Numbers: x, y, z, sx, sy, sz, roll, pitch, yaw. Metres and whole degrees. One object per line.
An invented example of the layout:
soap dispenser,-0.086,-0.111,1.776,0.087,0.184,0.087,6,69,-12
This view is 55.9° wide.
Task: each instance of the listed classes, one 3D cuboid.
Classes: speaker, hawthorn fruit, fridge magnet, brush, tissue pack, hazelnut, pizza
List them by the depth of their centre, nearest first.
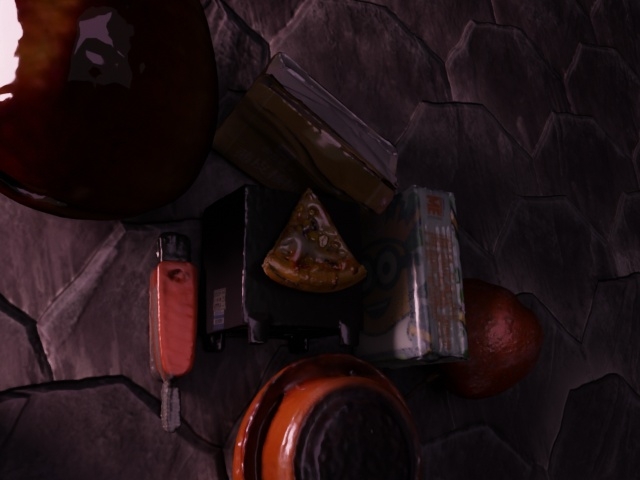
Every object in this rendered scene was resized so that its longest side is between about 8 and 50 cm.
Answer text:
hazelnut,-0.318,-0.252,0.845,0.402,0.402,0.429,-3,66,-33
pizza,0.000,0.000,0.953,0.185,0.036,0.176,18,67,-28
brush,-0.234,0.141,0.970,0.070,0.051,0.323,6,72,-34
fridge magnet,0.030,0.369,1.004,0.364,0.155,0.363,10,71,-30
speaker,-0.066,0.060,1.025,0.232,0.184,0.253,8,74,-32
tissue pack,0.155,0.078,1.130,0.128,0.228,0.310,8,72,-29
hawthorn fruit,0.313,0.202,1.185,0.231,0.235,0.263,19,46,3

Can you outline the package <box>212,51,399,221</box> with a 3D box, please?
package,-0.018,-0.155,1.082,0.311,0.165,0.221,38,101,-17
